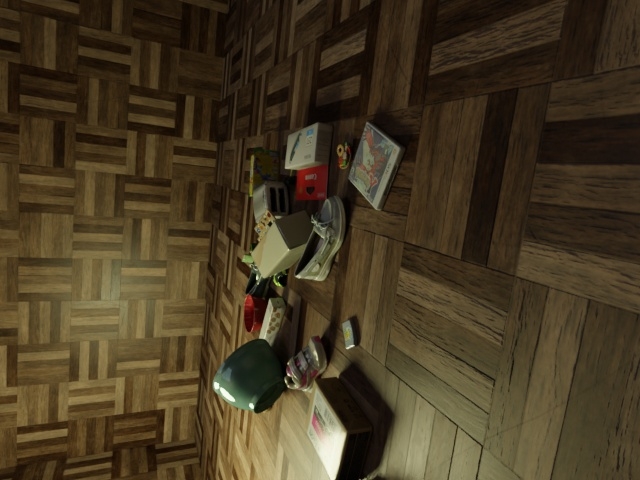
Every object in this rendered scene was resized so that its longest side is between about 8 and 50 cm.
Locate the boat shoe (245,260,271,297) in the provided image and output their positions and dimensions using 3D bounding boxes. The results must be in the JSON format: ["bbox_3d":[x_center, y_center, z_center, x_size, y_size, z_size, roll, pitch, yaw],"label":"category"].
[{"bbox_3d":[-0.289,0.143,1.947,0.116,0.099,0.319,-123,43,-52],"label":"boat shoe"}]

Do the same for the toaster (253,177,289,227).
[{"bbox_3d":[-0.216,-0.156,1.792,0.146,0.129,0.226,-25,66,60],"label":"toaster"}]

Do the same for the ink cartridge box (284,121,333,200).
[{"bbox_3d":[-0.055,-0.285,1.536,0.296,0.066,0.261,-170,85,-65],"label":"ink cartridge box"}]

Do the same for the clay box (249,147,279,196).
[{"bbox_3d":[-0.262,-0.312,1.904,0.053,0.128,0.222,176,97,-66],"label":"clay box"}]

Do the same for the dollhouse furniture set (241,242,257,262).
[{"bbox_3d":[-0.354,0.084,2.120,0.151,0.076,0.058,118,146,-41],"label":"dollhouse furniture set"}]

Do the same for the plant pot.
[{"bbox_3d":[-0.269,0.586,1.698,0.196,0.293,0.293,36,124,30],"label":"plant pot"}]

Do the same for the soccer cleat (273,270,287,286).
[{"bbox_3d":[-0.174,0.115,1.750,0.072,0.060,0.178,19,120,48],"label":"soccer cleat"}]

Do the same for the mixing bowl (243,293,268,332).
[{"bbox_3d":[-0.295,0.345,1.942,0.181,0.098,0.181,-178,90,-65],"label":"mixing bowl"}]

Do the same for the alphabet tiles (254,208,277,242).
[{"bbox_3d":[-0.202,-0.008,1.758,0.198,0.009,0.237,51,146,4],"label":"alphabet tiles"}]

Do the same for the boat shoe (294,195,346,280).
[{"bbox_3d":[-0.001,0.000,1.347,0.118,0.103,0.320,-118,39,-47],"label":"boat shoe"}]

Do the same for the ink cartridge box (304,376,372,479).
[{"bbox_3d":[0.045,0.557,1.212,0.235,0.088,0.193,37,120,60],"label":"ink cartridge box"}]

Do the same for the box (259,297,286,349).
[{"bbox_3d":[-0.225,0.399,1.828,0.067,0.063,0.324,-121,41,-52],"label":"box"}]

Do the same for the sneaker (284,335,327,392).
[{"bbox_3d":[-0.055,0.434,1.406,0.103,0.111,0.252,-124,44,-52],"label":"sneaker"}]

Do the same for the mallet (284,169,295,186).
[{"bbox_3d":[-0.120,-0.318,1.721,0.062,0.039,0.189,-178,96,-67],"label":"mallet"}]

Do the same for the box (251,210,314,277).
[{"bbox_3d":[-0.141,0.021,1.562,0.121,0.148,0.311,61,145,11],"label":"box"}]

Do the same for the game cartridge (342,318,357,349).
[{"bbox_3d":[0.089,0.282,1.230,0.056,0.017,0.083,-43,50,51],"label":"game cartridge"}]

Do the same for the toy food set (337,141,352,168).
[{"bbox_3d":[0.076,-0.272,1.308,0.082,0.020,0.083,-168,82,-64],"label":"toy food set"}]

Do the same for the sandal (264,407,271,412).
[{"bbox_3d":[-0.256,0.749,1.876,0.079,0.088,0.240,55,155,5],"label":"sandal"}]

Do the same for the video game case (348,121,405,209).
[{"bbox_3d":[0.150,-0.212,1.143,0.201,0.023,0.183,-121,41,-50],"label":"video game case"}]
